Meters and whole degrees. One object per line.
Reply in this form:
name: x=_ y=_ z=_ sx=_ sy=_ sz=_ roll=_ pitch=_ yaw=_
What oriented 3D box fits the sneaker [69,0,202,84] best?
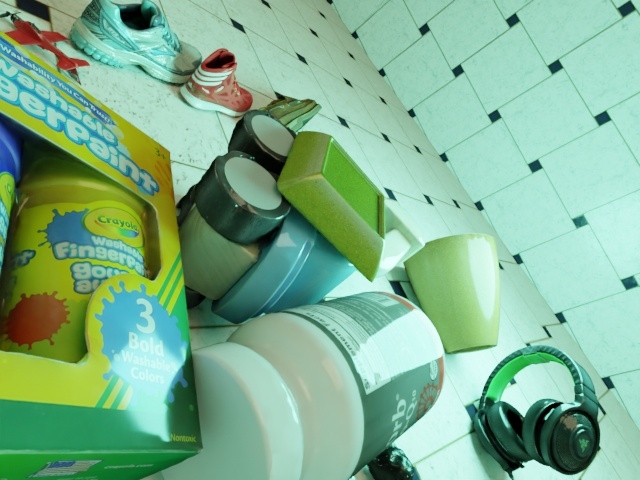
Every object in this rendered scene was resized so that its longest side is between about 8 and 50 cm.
sneaker: x=-0.331 y=-0.399 z=0.858 sx=0.110 sy=0.122 sz=0.283 roll=55 pitch=30 yaw=9

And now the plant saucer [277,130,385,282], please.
plant saucer: x=0.034 y=-0.065 z=0.608 sx=0.188 sy=0.045 sz=0.188 roll=45 pitch=28 yaw=-22

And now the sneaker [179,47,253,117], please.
sneaker: x=-0.200 y=-0.353 z=0.973 sx=0.087 sy=0.128 sz=0.221 roll=51 pitch=30 yaw=3

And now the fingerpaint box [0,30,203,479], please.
fingerpaint box: x=-0.308 y=-0.019 z=0.303 sx=0.445 sy=0.163 sz=0.370 roll=39 pitch=27 yaw=-51

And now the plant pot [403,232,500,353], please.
plant pot: x=0.345 y=0.143 z=1.069 sx=0.237 sy=0.237 sz=0.254 roll=17 pitch=56 yaw=-43

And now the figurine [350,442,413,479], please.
figurine: x=0.079 y=0.377 z=0.574 sx=0.215 sy=0.092 sz=0.209 roll=18 pitch=35 yaw=-42

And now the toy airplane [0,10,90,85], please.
toy airplane: x=-0.448 y=-0.317 z=0.702 sx=0.151 sy=0.028 sz=0.151 roll=34 pitch=32 yaw=-25

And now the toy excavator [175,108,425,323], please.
toy excavator: x=0.000 y=0.000 z=0.730 sx=0.445 sy=0.222 sz=0.432 roll=36 pitch=33 yaw=-19

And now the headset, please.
headset: x=0.445 y=0.411 z=0.876 sx=0.185 sy=0.243 sz=0.394 roll=37 pitch=53 yaw=-14

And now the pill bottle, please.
pill bottle: x=-0.002 y=0.185 z=0.544 sx=0.363 sy=0.210 sz=0.210 roll=-2 pitch=58 yaw=-53

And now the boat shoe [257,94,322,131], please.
boat shoe: x=-0.084 y=-0.332 z=1.121 sx=0.104 sy=0.111 sz=0.307 roll=45 pitch=30 yaw=-10
